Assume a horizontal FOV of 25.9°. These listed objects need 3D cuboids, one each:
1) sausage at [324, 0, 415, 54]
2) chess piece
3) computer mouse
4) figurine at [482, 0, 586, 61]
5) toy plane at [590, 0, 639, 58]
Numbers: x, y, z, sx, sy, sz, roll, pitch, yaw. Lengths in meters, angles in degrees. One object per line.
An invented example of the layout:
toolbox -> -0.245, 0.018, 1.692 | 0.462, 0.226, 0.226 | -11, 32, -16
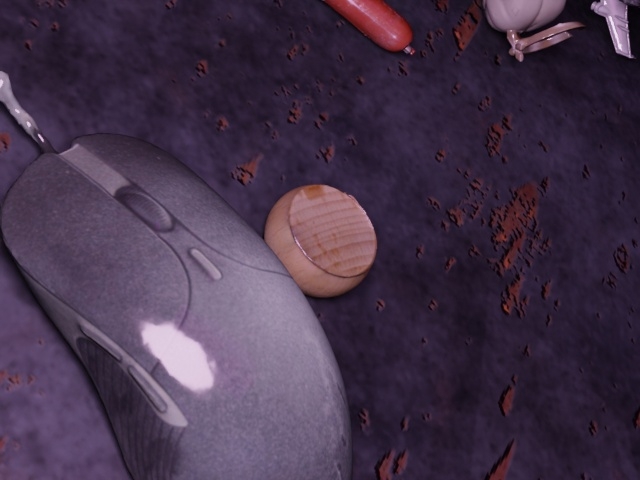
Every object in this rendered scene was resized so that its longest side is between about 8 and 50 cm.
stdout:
sausage -> -0.020, -0.228, 1.116 | 0.253, 0.034, 0.034 | 35, 49, -15
chess piece -> 0.000, 0.000, 0.996 | 0.083, 0.038, 0.084 | 16, 57, -26
computer mouse -> -0.098, 0.025, 0.876 | 0.379, 0.090, 0.167 | 52, 45, 2
figurine -> 0.182, -0.238, 1.228 | 0.132, 0.132, 0.154 | -16, 88, -41
toy plane -> 0.292, -0.262, 1.320 | 0.171, 0.162, 0.065 | 27, 20, 20
